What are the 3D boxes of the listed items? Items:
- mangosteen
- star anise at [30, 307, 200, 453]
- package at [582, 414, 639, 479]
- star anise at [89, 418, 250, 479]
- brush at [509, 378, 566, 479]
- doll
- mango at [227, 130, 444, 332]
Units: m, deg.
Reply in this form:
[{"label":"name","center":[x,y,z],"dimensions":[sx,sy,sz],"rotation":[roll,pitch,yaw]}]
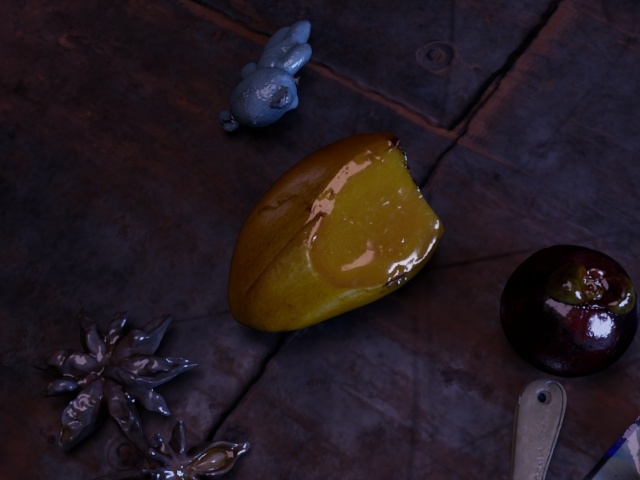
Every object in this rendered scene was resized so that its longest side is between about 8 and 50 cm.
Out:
[{"label":"mangosteen","center":[0.268,0.070,1.338],"dimensions":[0.153,0.152,0.152],"rotation":[-4,61,7]},{"label":"star anise","center":[-0.244,0.152,1.417],"dimensions":[0.182,0.065,0.195],"rotation":[21,71,20]},{"label":"package","center":[0.367,0.260,1.270],"dimensions":[0.194,0.071,0.269],"rotation":[31,89,33]},{"label":"star anise","center":[-0.212,0.289,1.366],"dimensions":[0.227,0.218,0.148],"rotation":[-20,89,43]},{"label":"brush","center":[0.198,0.286,1.277],"dimensions":[0.070,0.065,0.327],"rotation":[4,61,23]},{"label":"doll","center":[-0.053,-0.203,1.589],"dimensions":[0.120,0.075,0.179],"rotation":[-20,28,41]},{"label":"mango","center":[0.000,0.000,1.426],"dimensions":[0.257,0.138,0.187],"rotation":[-29,79,-3]}]
